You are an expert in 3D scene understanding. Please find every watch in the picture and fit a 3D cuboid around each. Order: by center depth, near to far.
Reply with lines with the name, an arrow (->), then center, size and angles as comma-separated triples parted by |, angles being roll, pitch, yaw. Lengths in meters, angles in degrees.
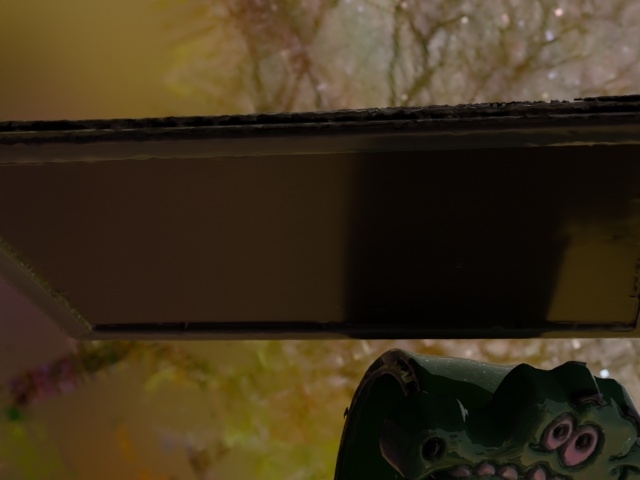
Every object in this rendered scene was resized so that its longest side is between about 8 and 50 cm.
watch -> 0.068, 0.107, 0.598 | 0.152, 0.131, 0.165 | -118, -143, -68

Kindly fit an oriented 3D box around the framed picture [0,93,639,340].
framed picture -> 0.000, 0.000, 0.506 | 0.217, 0.274, 0.017 | 71, 20, -67
